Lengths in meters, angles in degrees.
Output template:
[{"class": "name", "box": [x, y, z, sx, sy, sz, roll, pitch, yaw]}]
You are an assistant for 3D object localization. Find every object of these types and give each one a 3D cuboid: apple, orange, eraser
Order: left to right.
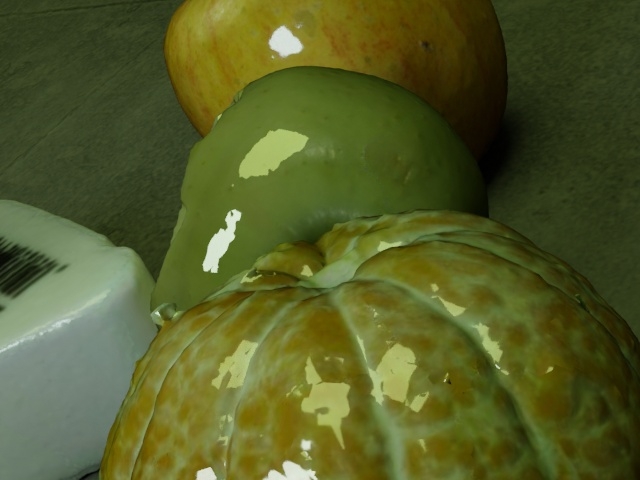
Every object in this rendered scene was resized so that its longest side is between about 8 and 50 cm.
[{"class": "eraser", "box": [-0.247, 0.096, 1.227, 0.331, 0.150, 0.331, -18, 30, 11]}, {"class": "apple", "box": [0.000, 0.000, 1.087, 0.279, 0.279, 0.279, -19, 29, 11]}, {"class": "apple", "box": [0.022, -0.161, 1.340, 0.299, 0.275, 0.299, -31, 19, 12]}, {"class": "orange", "box": [0.036, 0.122, 0.832, 0.329, 0.249, 0.329, -19, 11, 4]}]
